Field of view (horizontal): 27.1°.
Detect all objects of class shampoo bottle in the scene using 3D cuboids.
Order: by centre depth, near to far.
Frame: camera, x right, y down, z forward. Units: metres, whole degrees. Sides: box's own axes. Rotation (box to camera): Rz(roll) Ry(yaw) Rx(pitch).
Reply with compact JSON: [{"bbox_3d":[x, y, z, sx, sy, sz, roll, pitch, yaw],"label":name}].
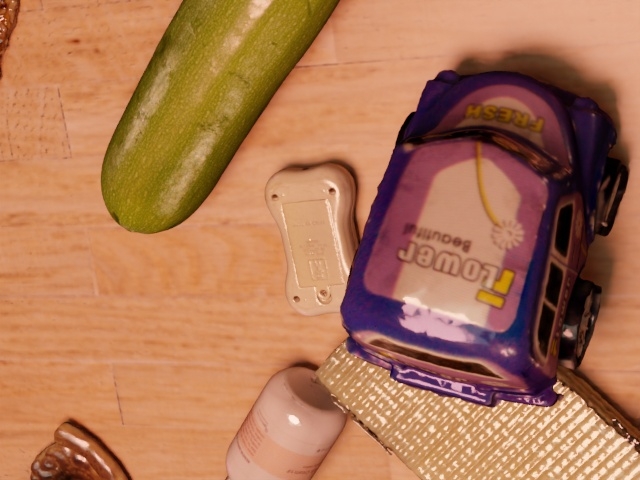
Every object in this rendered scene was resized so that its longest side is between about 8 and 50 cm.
[{"bbox_3d":[-0.047,0.194,1.108,0.074,0.074,0.192,33,116,8],"label":"shampoo bottle"}]

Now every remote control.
[{"bbox_3d":[0.000,0.000,1.045,0.074,0.032,0.122,-4,107,23],"label":"remote control"}]

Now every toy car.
[{"bbox_3d":[0.109,-0.010,0.906,0.172,0.158,0.235,14,83,16],"label":"toy car"}]

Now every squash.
[{"bbox_3d":[-0.062,-0.148,0.980,0.101,0.101,0.379,40,122,4],"label":"squash"}]

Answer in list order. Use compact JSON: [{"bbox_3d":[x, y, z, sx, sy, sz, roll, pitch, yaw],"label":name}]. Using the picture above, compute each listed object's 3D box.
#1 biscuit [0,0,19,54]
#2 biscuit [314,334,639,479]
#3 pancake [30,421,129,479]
[{"bbox_3d":[-0.342,-0.126,1.140,0.131,0.026,0.237,28,115,12],"label":"biscuit"},{"bbox_3d":[0.132,0.137,1.030,0.252,0.052,0.150,42,114,6],"label":"biscuit"},{"bbox_3d":[-0.247,0.250,1.240,0.184,0.020,0.191,8,112,20],"label":"pancake"}]
